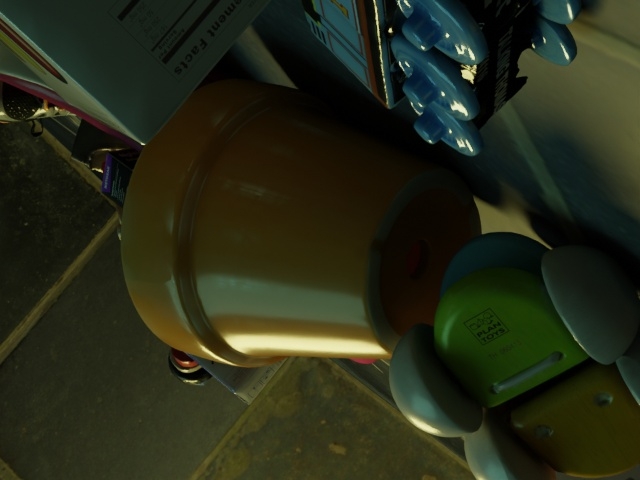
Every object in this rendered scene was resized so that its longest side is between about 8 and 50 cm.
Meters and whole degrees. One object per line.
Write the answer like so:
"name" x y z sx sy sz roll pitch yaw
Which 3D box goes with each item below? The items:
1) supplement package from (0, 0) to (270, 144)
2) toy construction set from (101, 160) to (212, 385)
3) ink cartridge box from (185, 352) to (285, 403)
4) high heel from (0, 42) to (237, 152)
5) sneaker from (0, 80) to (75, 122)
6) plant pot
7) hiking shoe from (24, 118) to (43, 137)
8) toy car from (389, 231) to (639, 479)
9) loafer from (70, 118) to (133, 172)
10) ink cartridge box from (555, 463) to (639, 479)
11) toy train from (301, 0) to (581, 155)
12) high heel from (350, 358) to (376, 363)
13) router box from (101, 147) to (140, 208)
"supplement package" -0.158 -0.187 0.721 0.244 0.134 0.139 44 172 -30
"toy construction set" -0.094 -0.002 1.535 0.309 0.237 0.257 74 179 -48
"ink cartridge box" -0.042 0.042 1.247 0.097 0.207 0.046 36 172 27
"high heel" -0.195 -0.163 1.188 0.377 0.127 0.181 43 -165 36
"sneaker" -0.249 -0.161 1.331 0.083 0.084 0.215 20 -154 33
"plant pot" 0.000 0.000 0.918 0.188 0.205 0.205 13 157 39
"hiking shoe" -0.399 -0.263 1.501 0.304 0.132 0.113 40 173 -4
"toy car" 0.141 0.066 0.842 0.182 0.159 0.136 43 -151 -28
"loafer" -0.196 -0.058 1.737 0.366 0.130 0.134 45 172 -35
"ink cartridge box" 0.318 0.278 1.238 0.273 0.114 0.197 39 173 14
"toy train" 0.039 -0.100 0.491 0.105 0.080 0.184 44 174 15
"high heel" 0.035 0.104 1.771 0.117 0.082 0.244 46 168 53
"router box" -0.083 -0.044 1.175 0.179 0.046 0.133 -14 -143 -45
